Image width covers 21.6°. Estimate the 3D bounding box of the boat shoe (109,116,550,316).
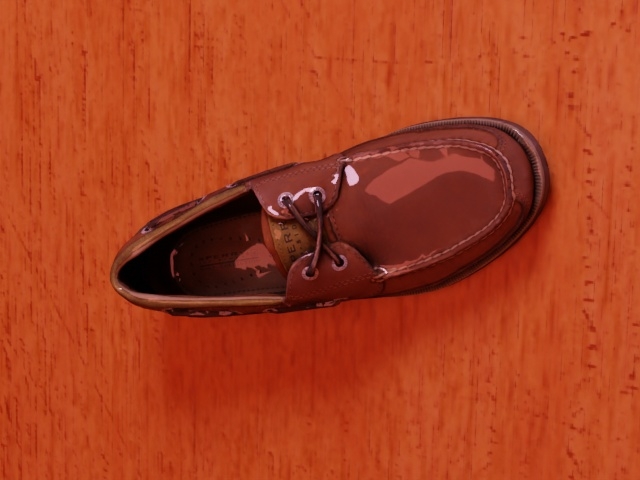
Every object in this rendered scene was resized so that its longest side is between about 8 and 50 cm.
[{"bbox_3d":[0.000,0.000,1.104,0.307,0.104,0.110,-19,89,31],"label":"boat shoe"}]
